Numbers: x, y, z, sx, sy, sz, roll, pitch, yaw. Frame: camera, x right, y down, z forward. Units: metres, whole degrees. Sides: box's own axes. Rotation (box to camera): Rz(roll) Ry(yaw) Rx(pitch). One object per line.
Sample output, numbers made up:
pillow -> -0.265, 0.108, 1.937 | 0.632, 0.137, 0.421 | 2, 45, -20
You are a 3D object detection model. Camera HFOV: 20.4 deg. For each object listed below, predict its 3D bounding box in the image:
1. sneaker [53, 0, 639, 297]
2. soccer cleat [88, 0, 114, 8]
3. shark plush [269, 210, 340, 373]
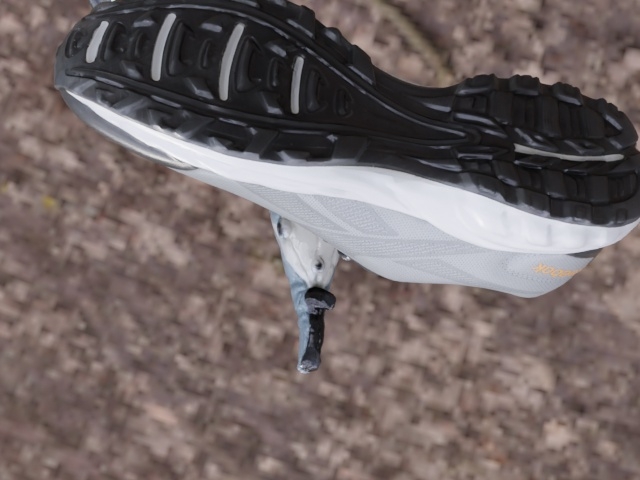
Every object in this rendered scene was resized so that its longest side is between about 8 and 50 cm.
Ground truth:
sneaker -> 0.008, -0.033, 0.810 | 0.271, 0.100, 0.108 | 18, 141, -8
soccer cleat -> -0.110, -0.160, 1.209 | 0.179, 0.060, 0.072 | 37, 129, -4
shark plush -> 0.000, 0.000, 1.044 | 0.073, 0.161, 0.067 | -9, 152, -14
